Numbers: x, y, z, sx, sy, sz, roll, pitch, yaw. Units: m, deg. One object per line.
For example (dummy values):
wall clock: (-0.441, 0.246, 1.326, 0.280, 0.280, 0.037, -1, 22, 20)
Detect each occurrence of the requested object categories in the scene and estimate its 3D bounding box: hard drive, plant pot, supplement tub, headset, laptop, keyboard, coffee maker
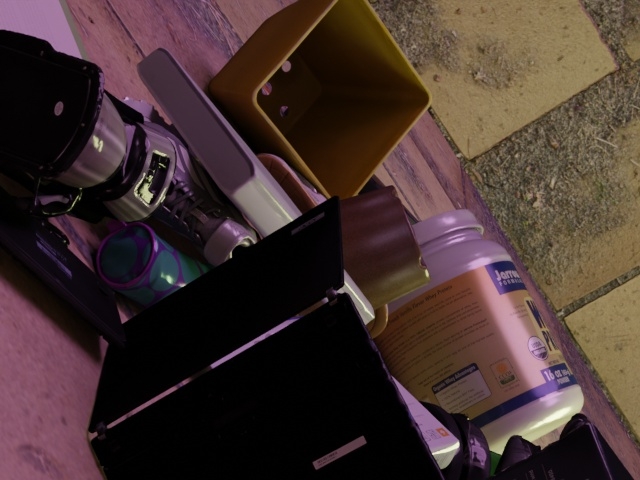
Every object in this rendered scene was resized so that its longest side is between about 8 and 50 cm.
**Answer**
hard drive: (-0.060, -0.044, 1.404, 0.203, 0.040, 0.307, 53, 1, 36)
plant pot: (0.033, 0.022, 1.631, 0.167, 0.165, 0.167, -21, 90, -88)
supplement tub: (0.195, 0.139, 1.910, 0.316, 0.228, 0.228, 64, 14, 14)
plant pot: (-0.020, -0.196, 1.841, 0.187, 0.212, 0.212, 16, -29, 53)
headset: (0.184, 0.241, 1.523, 0.243, 0.185, 0.394, 21, 0, -13)
laptop: (-0.043, 0.128, 1.072, 0.264, 0.234, 0.136, 62, 15, 13)
keyboard: (-0.223, 0.010, 1.115, 0.180, 0.023, 0.108, 50, 9, -38)
coffee maker: (-0.217, -0.096, 1.117, 0.171, 0.120, 0.178, 44, -1, 19)

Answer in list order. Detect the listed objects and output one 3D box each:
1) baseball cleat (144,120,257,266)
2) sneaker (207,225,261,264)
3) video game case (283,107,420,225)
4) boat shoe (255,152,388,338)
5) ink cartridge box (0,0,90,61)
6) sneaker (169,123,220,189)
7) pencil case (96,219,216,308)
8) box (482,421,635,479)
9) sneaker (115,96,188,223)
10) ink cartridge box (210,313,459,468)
baseball cleat: (-0.118, -0.037, 1.257, 0.206, 0.072, 0.109, 36, 6, -44)
sneaker: (-0.070, 0.038, 1.483, 0.084, 0.083, 0.215, 51, 14, -24)
video game case: (0.077, -0.086, 2.224, 0.248, 0.035, 0.275, 49, 6, 33)
boat shoe: (0.000, 0.000, 1.774, 0.277, 0.098, 0.096, 57, 15, -8)
ink cartridge box: (-0.317, -0.200, 1.166, 0.235, 0.056, 0.171, 3, 54, -45)
sneaker: (-0.143, -0.067, 1.506, 0.078, 0.067, 0.188, 35, 23, -28)
pencil case: (-0.141, 0.034, 1.278, 0.151, 0.064, 0.070, 36, 34, -58)
box: (0.198, 0.385, 1.235, 0.343, 0.312, 0.179, 50, 17, -34)
sneaker: (-0.180, -0.069, 1.327, 0.235, 0.090, 0.095, 19, 56, -66)
ink cartridge box: (-0.002, 0.157, 1.330, 0.206, 0.045, 0.208, -6, 42, -47)
